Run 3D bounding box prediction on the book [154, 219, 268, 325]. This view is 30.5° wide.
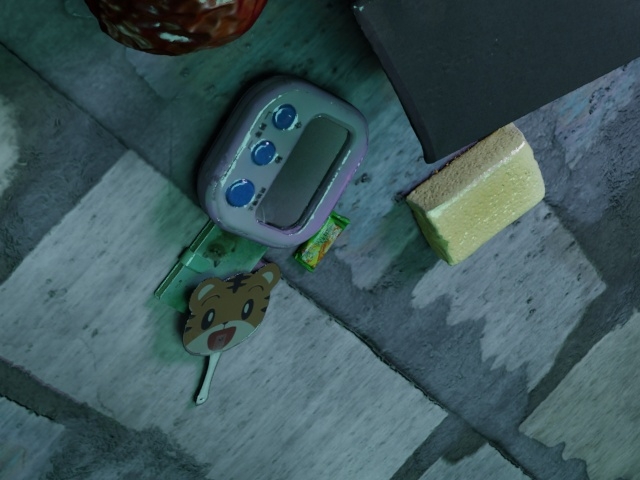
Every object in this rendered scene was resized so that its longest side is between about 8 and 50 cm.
[{"bbox_3d":[-0.139,0.038,1.502,0.135,0.017,0.103,-52,134,6],"label":"book"}]

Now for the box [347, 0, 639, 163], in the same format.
[{"bbox_3d":[0.206,-0.300,1.321,0.345,0.204,0.251,-26,133,8],"label":"box"}]

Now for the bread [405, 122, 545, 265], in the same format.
[{"bbox_3d":[0.222,-0.063,1.646,0.188,0.068,0.125,-37,133,-9],"label":"bread"}]

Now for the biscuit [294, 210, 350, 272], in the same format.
[{"bbox_3d":[0.000,0.000,1.572,0.046,0.016,0.089,32,98,-43],"label":"biscuit"}]

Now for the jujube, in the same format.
[{"bbox_3d":[-0.148,-0.298,1.141,0.213,0.213,0.232,-24,122,-19],"label":"jujube"}]

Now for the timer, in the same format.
[{"bbox_3d":[-0.047,-0.096,1.441,0.190,0.069,0.208,22,104,-41],"label":"timer"}]

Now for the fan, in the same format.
[{"bbox_3d":[-0.133,0.130,1.561,0.152,0.008,0.227,-12,131,-43],"label":"fan"}]
